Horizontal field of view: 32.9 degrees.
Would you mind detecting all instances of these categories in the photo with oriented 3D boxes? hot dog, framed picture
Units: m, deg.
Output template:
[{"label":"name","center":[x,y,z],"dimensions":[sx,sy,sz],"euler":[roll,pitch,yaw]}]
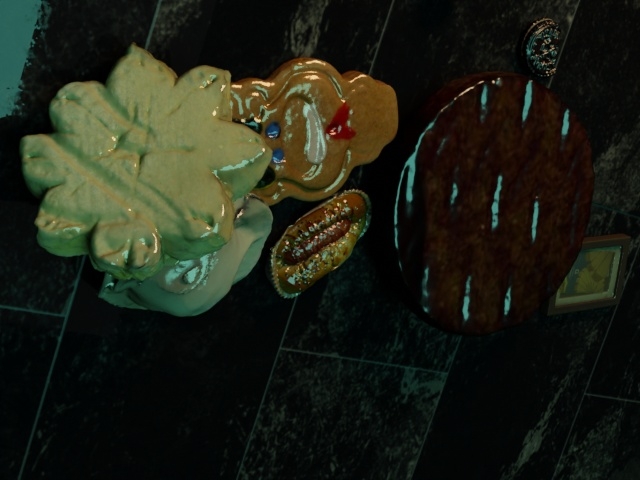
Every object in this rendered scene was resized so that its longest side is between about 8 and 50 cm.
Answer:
[{"label":"hot dog","center":[0.000,0.000,1.544],"dimensions":[0.192,0.053,0.099],"euler":[-40,127,-13]},{"label":"framed picture","center":[0.455,0.058,1.862],"dimensions":[0.168,0.023,0.128],"euler":[-6,110,-30]}]

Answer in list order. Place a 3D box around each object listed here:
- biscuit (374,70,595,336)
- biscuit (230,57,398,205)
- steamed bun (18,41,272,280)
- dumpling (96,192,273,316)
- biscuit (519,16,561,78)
[{"label":"biscuit","center":[0.248,-0.056,1.654],"dimensions":[0.407,0.091,0.407],"euler":[-10,109,-30]},{"label":"biscuit","center":[-0.036,-0.144,1.476],"dimensions":[0.333,0.047,0.202],"euler":[-16,114,-27]},{"label":"steamed bun","center":[-0.203,-0.085,1.306],"dimensions":[0.292,0.295,0.137],"euler":[-12,158,-4]},{"label":"dumpling","center":[-0.167,0.033,1.417],"dimensions":[0.247,0.142,0.172],"euler":[-27,150,-3]},{"label":"biscuit","center":[0.342,-0.294,1.666],"dimensions":[0.089,0.027,0.087],"euler":[34,89,-35]}]
